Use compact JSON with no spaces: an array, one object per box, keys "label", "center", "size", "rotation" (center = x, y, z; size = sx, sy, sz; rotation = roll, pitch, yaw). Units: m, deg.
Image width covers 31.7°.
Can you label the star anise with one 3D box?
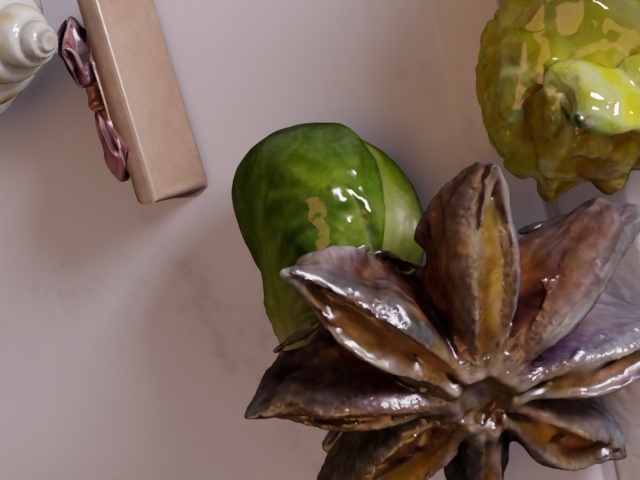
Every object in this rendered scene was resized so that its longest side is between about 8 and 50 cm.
[{"label":"star anise","center":[0.106,0.081,0.803],"size":[0.332,0.117,0.331],"rotation":[-3,127,-4]}]

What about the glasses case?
[{"label":"glasses case","center":[-0.173,-0.117,0.942],"size":[0.070,0.102,0.193],"rotation":[-13,96,31]}]

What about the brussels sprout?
[{"label":"brussels sprout","center":[0.006,-0.003,0.872],"size":[0.145,0.131,0.183],"rotation":[-24,87,31]}]

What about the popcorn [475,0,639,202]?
[{"label":"popcorn","center":[0.193,-0.115,0.775],"size":[0.173,0.142,0.173],"rotation":[-9,73,31]}]

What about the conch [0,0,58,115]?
[{"label":"conch","center":[-0.299,-0.173,0.932],"size":[0.149,0.275,0.183],"rotation":[-28,121,-12]}]
